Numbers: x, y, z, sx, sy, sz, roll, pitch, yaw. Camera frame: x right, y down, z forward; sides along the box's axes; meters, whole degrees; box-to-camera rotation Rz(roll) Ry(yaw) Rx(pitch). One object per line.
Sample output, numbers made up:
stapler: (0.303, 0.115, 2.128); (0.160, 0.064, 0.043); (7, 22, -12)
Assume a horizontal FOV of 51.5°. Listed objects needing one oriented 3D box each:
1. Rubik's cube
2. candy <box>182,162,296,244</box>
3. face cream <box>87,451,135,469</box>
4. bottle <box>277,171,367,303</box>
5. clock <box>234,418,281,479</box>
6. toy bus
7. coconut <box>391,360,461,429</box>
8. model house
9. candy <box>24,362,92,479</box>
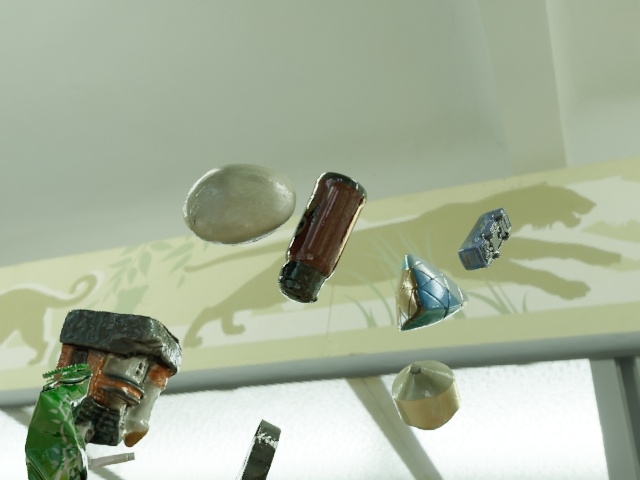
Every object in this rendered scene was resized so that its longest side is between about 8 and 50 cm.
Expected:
Rubik's cube: (0.337, 0.206, 2.050); (0.254, 0.254, 0.254); (5, -39, 4)
candy: (-0.202, -0.098, 1.654); (0.295, 0.295, 0.185); (-4, -62, 15)
face cream: (-0.525, 0.552, 1.666); (0.115, 0.038, 0.020); (-6, -62, -16)
bottle: (0.000, 0.000, 1.682); (0.144, 0.336, 0.144); (20, -20, 8)
clock: (-0.192, 0.645, 1.792); (0.066, 0.319, 0.319); (23, -40, -2)
toy bus: (0.453, -0.008, 1.820); (0.094, 0.236, 0.079); (-8, -66, 35)
coconut: (0.356, 0.512, 2.241); (0.241, 0.241, 0.241); (5, -39, 4)
model house: (-0.409, 0.313, 1.283); (0.190, 0.301, 0.271); (10, -27, 4)
candy: (-0.345, 0.266, 0.871); (0.078, 0.203, 0.141); (3, -2, -9)
